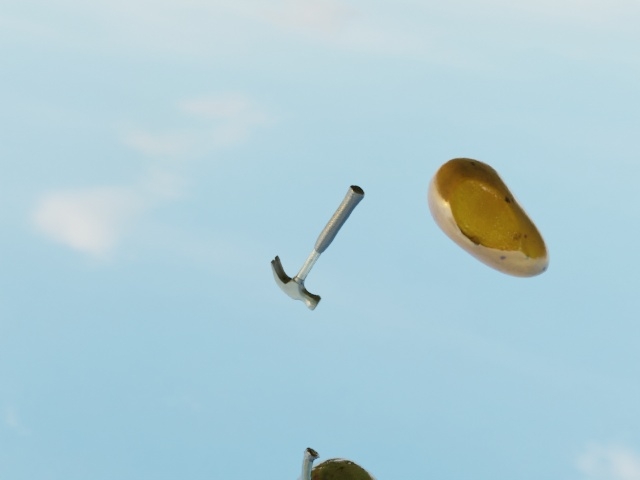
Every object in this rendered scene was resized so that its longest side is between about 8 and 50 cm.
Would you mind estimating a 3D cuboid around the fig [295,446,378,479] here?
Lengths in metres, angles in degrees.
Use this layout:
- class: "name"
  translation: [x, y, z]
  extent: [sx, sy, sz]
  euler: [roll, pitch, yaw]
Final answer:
- class: "fig"
  translation: [0.009, 0.309, 1.487]
  extent: [0.124, 0.236, 0.124]
  euler: [-5, -116, 11]

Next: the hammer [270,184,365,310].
- class: "hammer"
  translation: [0.000, 0.000, 1.960]
  extent: [0.103, 0.246, 0.029]
  euler: [34, -145, 5]

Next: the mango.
- class: "mango"
  translation: [0.331, -0.038, 2.402]
  extent: [0.290, 0.160, 0.191]
  euler: [45, -175, 2]
